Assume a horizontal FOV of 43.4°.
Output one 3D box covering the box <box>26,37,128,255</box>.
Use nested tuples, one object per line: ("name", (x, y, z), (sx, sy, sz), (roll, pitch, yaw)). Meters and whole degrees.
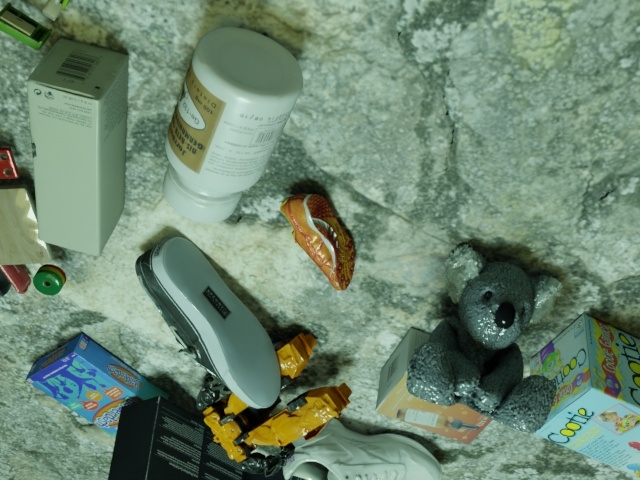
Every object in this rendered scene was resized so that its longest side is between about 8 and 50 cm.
("box", (-0.317, -0.117, 1.066), (0.094, 0.113, 0.275), (15, 133, -1))

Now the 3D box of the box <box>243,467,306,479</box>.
("box", (-0.055, 0.613, 1.646), (0.312, 0.179, 0.343), (-14, 128, 25))

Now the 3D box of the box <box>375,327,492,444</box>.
("box", (0.194, 0.237, 1.299), (0.170, 0.091, 0.130), (20, 133, -6))

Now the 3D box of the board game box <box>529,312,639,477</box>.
("board game box", (0.473, 0.250, 1.214), (0.275, 0.142, 0.144), (24, 133, -11))

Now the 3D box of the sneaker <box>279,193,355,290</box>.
("sneaker", (0.000, 0.000, 1.152), (0.067, 0.064, 0.175), (2, 131, 38))

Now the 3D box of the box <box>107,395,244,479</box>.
("box", (-0.256, 0.424, 1.470), (0.103, 0.184, 0.261), (-21, 138, 25))

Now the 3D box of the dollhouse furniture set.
("dollhouse furniture set", (-0.318, -0.294, 0.923), (0.058, 0.076, 0.151), (31, 132, -17))

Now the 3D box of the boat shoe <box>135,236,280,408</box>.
("boat shoe", (-0.180, 0.139, 1.254), (0.105, 0.113, 0.306), (-23, 112, 40))

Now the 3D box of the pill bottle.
("pill bottle", (-0.119, -0.133, 0.992), (0.131, 0.131, 0.229), (22, 133, -9))

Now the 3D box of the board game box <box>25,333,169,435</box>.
("board game box", (-0.414, 0.273, 1.495), (0.160, 0.047, 0.210), (-29, 122, 33))

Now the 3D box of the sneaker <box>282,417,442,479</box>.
("sneaker", (0.070, 0.416, 1.453), (0.305, 0.152, 0.114), (16, 132, -4))

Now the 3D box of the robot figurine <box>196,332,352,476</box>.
("robot figurine", (-0.089, 0.284, 1.380), (0.291, 0.085, 0.211), (-37, 86, 37))

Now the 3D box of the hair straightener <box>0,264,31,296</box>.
("hair straightener", (-0.556, 0.000, 1.271), (0.089, 0.047, 0.230), (-10, 130, 20))

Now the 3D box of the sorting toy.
("sorting toy", (-0.478, -0.037, 1.207), (0.132, 0.046, 0.274), (-3, 124, 9))

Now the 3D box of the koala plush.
("koala plush", (0.231, 0.128, 1.130), (0.196, 0.221, 0.203), (17, 176, 1))
